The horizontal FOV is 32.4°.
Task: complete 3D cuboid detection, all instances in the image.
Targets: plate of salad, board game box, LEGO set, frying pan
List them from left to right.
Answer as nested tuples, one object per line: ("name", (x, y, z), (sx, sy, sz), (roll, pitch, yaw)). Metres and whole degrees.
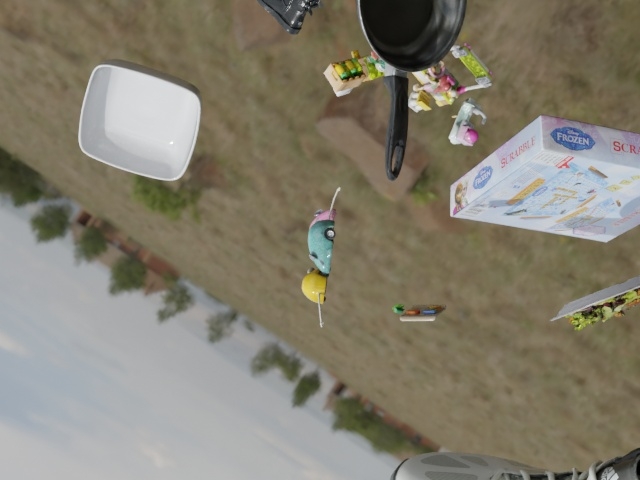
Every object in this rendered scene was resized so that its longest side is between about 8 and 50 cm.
("frying pan", (0.128, -0.264, 1.491), (0.053, 0.197, 0.326), (16, 122, 49))
("LEGO set", (0.149, -0.242, 1.608), (0.287, 0.132, 0.107), (19, 167, -36))
("board game box", (0.426, -0.094, 1.830), (0.318, 0.066, 0.318), (9, 160, -18))
("plate of salad", (0.440, 0.092, 1.649), (0.200, 0.200, 0.048), (85, 165, -81))

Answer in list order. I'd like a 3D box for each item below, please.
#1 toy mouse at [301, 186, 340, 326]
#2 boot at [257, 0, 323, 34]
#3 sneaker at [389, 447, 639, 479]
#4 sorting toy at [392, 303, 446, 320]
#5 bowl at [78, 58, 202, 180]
("toy mouse", (0.000, 0.000, 1.312), (0.031, 0.143, 0.161), (7, -153, -1))
("boot", (-0.049, -0.407, 1.796), (0.045, 0.099, 0.121), (-14, -123, -50))
("sneaker", (0.325, 0.328, 1.474), (0.447, 0.169, 0.257), (13, 137, 3))
("sorting toy", (0.143, 0.107, 1.667), (0.083, 0.012, 0.062), (-2, -166, 24))
("bowl", (-0.216, -0.152, 1.344), (0.142, 0.142, 0.053), (18, -145, -4))
